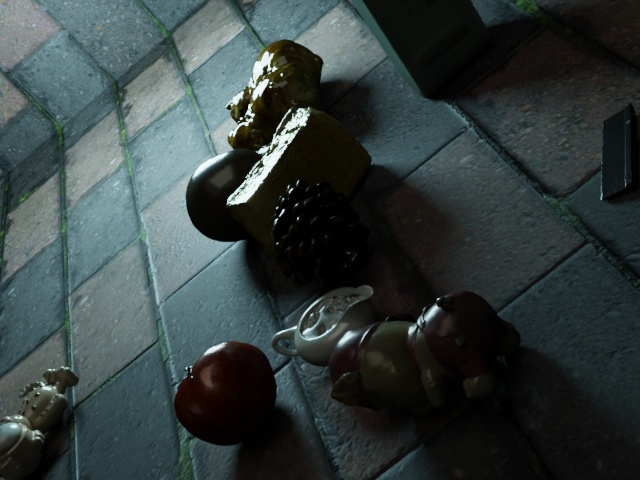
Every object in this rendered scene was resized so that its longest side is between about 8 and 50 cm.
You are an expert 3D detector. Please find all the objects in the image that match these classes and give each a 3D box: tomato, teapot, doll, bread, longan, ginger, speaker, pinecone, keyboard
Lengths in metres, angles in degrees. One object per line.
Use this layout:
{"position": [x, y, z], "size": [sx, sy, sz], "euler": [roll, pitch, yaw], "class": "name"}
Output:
{"position": [-0.147, 0.244, 1.733], "size": [0.187, 0.151, 0.187], "euler": [-52, -13, -18], "class": "tomato"}
{"position": [0.017, 0.146, 1.734], "size": [0.226, 0.092, 0.145], "euler": [-27, 29, 28], "class": "teapot"}
{"position": [0.140, 0.167, 1.494], "size": [0.256, 0.196, 0.152], "euler": [-19, 73, 30], "class": "doll"}
{"position": [-0.597, 0.373, 2.169], "size": [0.154, 0.119, 0.278], "euler": [-19, 32, 31], "class": "doll"}
{"position": [-0.041, -0.111, 2.069], "size": [0.114, 0.185, 0.274], "euler": [-10, 42, 53], "class": "bread"}
{"position": [-0.182, -0.091, 2.216], "size": [0.212, 0.198, 0.198], "euler": [-23, 34, 27], "class": "longan"}
{"position": [-0.104, -0.334, 2.501], "size": [0.274, 0.152, 0.357], "euler": [-50, 21, 29], "class": "ginger"}
{"position": [0.163, -0.501, 2.118], "size": [0.184, 0.406, 0.183], "euler": [-36, 29, 3], "class": "speaker"}
{"position": [-0.002, 0.002, 1.872], "size": [0.169, 0.185, 0.212], "euler": [-29, 44, -5], "class": "pinecone"}
{"position": [0.461, -0.136, 1.646], "size": [0.060, 0.018, 0.195], "euler": [-29, 30, 37], "class": "keyboard"}

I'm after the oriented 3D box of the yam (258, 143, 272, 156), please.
{"position": [-0.084, -0.182, 2.339], "size": [0.146, 0.070, 0.069], "euler": [-5, 46, 48], "class": "yam"}
